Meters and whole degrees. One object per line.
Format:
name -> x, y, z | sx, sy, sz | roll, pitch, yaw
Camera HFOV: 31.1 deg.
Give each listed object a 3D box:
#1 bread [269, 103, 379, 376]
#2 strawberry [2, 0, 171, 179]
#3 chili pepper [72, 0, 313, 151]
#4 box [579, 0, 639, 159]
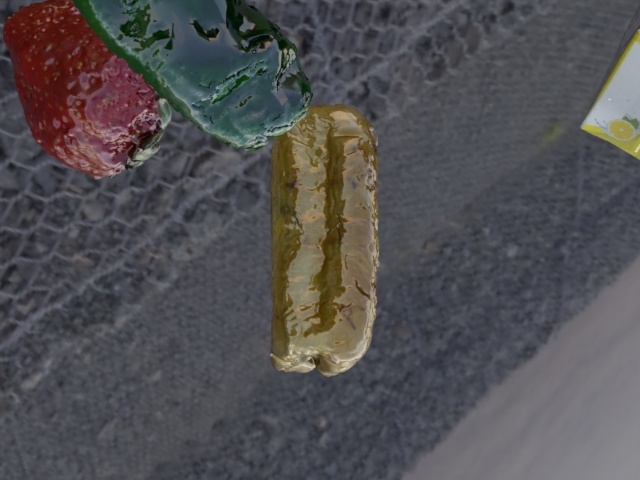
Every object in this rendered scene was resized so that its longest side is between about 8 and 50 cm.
bread -> 0.000, 0.000, 0.896 | 0.083, 0.114, 0.211 | 5, 75, -10
strawberry -> -0.204, -0.131, 0.945 | 0.146, 0.187, 0.082 | -53, 163, 28
chili pepper -> -0.089, -0.145, 0.605 | 0.098, 0.061, 0.224 | -46, 107, -32
box -> 0.385, -0.231, 1.213 | 0.265, 0.097, 0.168 | -60, 173, -29
